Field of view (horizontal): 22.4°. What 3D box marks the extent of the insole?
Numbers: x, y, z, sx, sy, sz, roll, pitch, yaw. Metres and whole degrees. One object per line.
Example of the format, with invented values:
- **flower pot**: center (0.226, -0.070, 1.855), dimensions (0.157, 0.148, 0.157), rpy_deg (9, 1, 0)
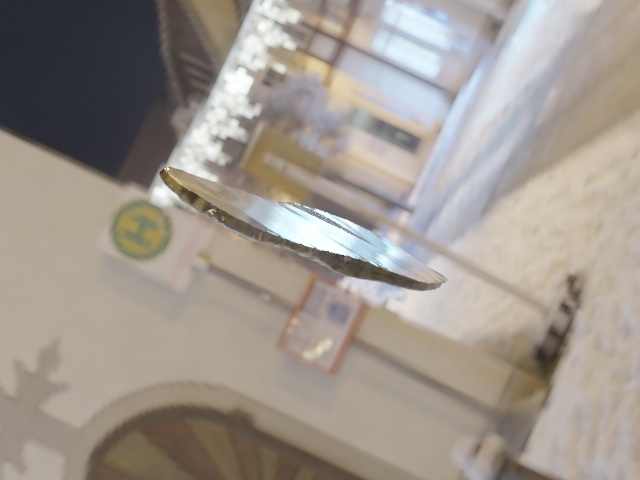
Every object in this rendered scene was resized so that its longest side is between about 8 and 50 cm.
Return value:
- **insole**: center (0.000, 0.000, 0.789), dimensions (0.011, 0.081, 0.248), rpy_deg (-60, -28, 7)
